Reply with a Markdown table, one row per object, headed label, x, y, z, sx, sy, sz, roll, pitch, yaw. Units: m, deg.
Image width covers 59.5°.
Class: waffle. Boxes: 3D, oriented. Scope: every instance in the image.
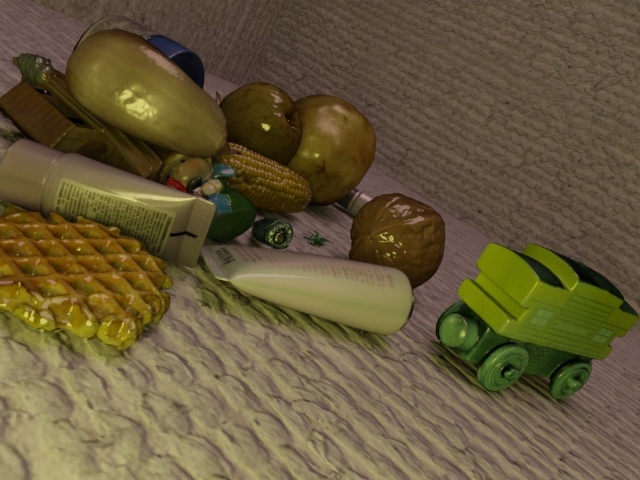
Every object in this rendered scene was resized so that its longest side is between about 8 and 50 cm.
| label | x | y | z | sx | sy | sz | roll | pitch | yaw |
| --- | --- | --- | --- | --- | --- | --- | --- | --- | --- |
| waffle | -0.289 | 0.032 | 0.637 | 0.245 | 0.052 | 0.254 | 24 | 16 | -13 |

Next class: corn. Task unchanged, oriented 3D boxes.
| label | x | y | z | sx | sy | sz | roll | pitch | yaw |
| --- | --- | --- | --- | --- | --- | --- | --- | --- | --- |
| corn | -0.151 | -0.139 | 1.296 | 0.347 | 0.130 | 0.130 | 13 | 22 | -48 |

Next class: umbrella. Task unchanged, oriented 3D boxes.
| label | x | y | z | sx | sy | sz | roll | pitch | yaw |
| --- | --- | --- | --- | --- | --- | --- | --- | --- | --- |
| umbrella | -0.095 | -0.019 | 1.032 | 0.052 | 0.053 | 0.250 | 20 | 1 | -15 |

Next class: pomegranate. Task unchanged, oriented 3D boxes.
| label | x | y | z | sx | sy | sz | roll | pitch | yaw |
| --- | --- | --- | --- | --- | --- | --- | --- | --- | --- |
| pomegranate | -0.012 | -0.265 | 1.615 | 0.333 | 0.332 | 0.332 | 27 | 15 | -8 |

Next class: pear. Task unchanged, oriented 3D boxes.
| label | x | y | z | sx | sy | sz | roll | pitch | yaw |
| --- | --- | --- | --- | --- | --- | --- | --- | --- | --- |
| pear | -0.144 | -0.274 | 1.391 | 0.211 | 0.188 | 0.228 | -3 | -51 | 39 |

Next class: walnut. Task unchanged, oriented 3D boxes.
| label | x | y | z | sx | sy | sz | roll | pitch | yaw |
| --- | --- | --- | --- | --- | --- | --- | --- | --- | --- |
| walnut | 0.168 | 0.003 | 1.253 | 0.228 | 0.228 | 0.228 | 27 | 15 | -8 |

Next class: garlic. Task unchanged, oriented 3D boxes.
| label | x | y | z | sx | sy | sz | roll | pitch | yaw |
| --- | --- | --- | --- | --- | --- | --- | --- | --- | --- |
| garlic | -0.268 | -0.240 | 0.977 | 0.339 | 0.151 | 0.196 | 28 | 7 | -19 |

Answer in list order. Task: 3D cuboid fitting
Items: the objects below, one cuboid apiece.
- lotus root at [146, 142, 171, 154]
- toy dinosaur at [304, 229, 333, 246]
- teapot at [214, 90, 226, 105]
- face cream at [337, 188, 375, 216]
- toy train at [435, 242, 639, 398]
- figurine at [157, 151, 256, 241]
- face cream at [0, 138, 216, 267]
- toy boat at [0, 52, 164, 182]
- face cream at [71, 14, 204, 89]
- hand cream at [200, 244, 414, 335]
| label | x | y | z | sx | sy | sz | roll | pitch | yaw |
| --- | --- | --- | --- | --- | --- | --- | --- | --- | --- |
| lotus root | -0.328 | -0.236 | 1.186 | 0.257 | 0.154 | 0.140 | -6 | 0 | 22 |
| toy dinosaur | 0.000 | 0.000 | 1.315 | 0.083 | 0.021 | 0.062 | 20 | 24 | -17 |
| teapot | -0.290 | -0.364 | 1.814 | 0.245 | 0.116 | 0.159 | 47 | 6 | 3 |
| face cream | 0.164 | -0.091 | 1.777 | 0.311 | 0.092 | 0.092 | 31 | 15 | 11 |
| toy train | 0.426 | 0.156 | 1.087 | 0.442 | 0.272 | 0.179 | 18 | 21 | -35 |
| figurine | -0.243 | -0.094 | 1.025 | 0.234 | 0.127 | 0.185 | 44 | 27 | 17 |
| face cream | -0.289 | -0.050 | 0.773 | 0.274 | 0.154 | 0.096 | 21 | 44 | -10 |
| toy boat | -0.428 | -0.192 | 0.975 | 0.445 | 0.135 | 0.162 | 37 | 22 | 25 |
| face cream | -0.447 | -0.398 | 1.380 | 0.225 | 0.249 | 0.249 | 32 | 15 | 11 |
| hand cream | -0.019 | 0.072 | 0.903 | 0.359 | 0.117 | 0.185 | 14 | 10 | -25 |
